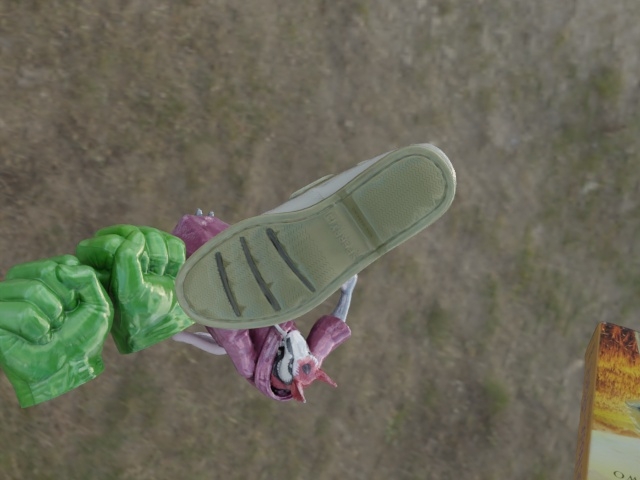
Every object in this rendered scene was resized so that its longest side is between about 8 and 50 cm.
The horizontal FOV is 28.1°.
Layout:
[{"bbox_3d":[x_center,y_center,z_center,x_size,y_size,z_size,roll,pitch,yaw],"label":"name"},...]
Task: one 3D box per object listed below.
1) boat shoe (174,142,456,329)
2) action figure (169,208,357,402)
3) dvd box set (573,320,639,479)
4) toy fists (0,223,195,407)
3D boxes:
[{"bbox_3d":[0.000,0.000,1.285,0.302,0.103,0.113,-25,93,9],"label":"boat shoe"},{"bbox_3d":[-0.101,0.119,1.714,0.248,0.370,0.275,13,114,-33],"label":"action figure"},{"bbox_3d":[0.418,0.252,1.330,0.420,0.308,0.062,-61,166,-59],"label":"dvd box set"},{"bbox_3d":[-0.246,0.066,1.398,0.279,0.096,0.142,-28,97,-47],"label":"toy fists"}]
